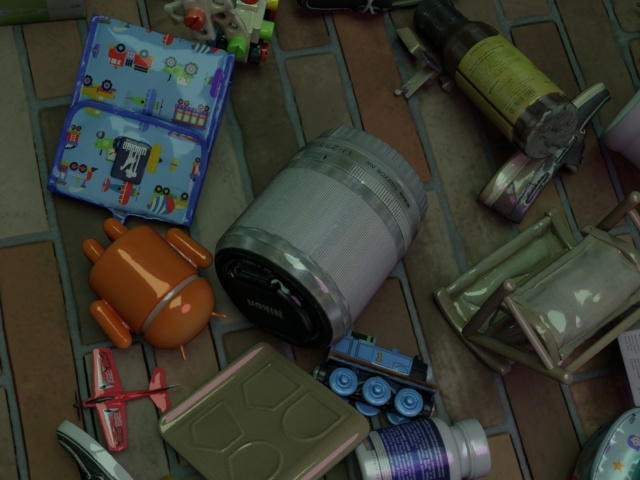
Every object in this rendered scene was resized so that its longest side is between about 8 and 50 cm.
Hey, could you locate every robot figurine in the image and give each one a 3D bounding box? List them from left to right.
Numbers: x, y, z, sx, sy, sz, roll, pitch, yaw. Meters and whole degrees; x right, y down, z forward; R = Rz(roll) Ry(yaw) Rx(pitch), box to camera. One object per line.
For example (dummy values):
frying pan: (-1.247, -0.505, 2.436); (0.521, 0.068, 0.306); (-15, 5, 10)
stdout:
robot figurine: (-0.242, 0.067, 1.499); (0.219, 0.128, 0.158); (42, 39, 8)

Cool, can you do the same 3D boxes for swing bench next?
swing bench: (0.343, 0.070, 1.534); (0.253, 0.254, 0.165); (-34, 95, -17)

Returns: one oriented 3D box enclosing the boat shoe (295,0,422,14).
boat shoe: (0.102, -0.425, 1.738); (0.302, 0.114, 0.091); (-19, 68, -14)

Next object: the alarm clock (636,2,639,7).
alarm clock: (0.647, -0.362, 1.829); (0.192, 0.064, 0.129); (4, 69, -11)

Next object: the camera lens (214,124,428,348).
camera lens: (0.000, 0.000, 1.502); (0.219, 0.219, 0.274); (36, 62, 5)

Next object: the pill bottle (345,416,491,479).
pill bottle: (0.137, 0.308, 1.476); (0.186, 0.112, 0.112); (-10, 72, -11)

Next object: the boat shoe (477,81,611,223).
boat shoe: (0.373, -0.138, 1.686); (0.092, 0.103, 0.285); (46, 74, 3)

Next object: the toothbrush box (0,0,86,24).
toothbrush box: (-0.508, -0.427, 1.596); (0.283, 0.206, 0.122); (-6, 71, -10)

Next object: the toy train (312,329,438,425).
toy train: (0.082, 0.198, 1.528); (0.184, 0.080, 0.105); (18, 63, -2)

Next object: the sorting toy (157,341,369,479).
sorting toy: (-0.114, 0.288, 1.435); (0.307, 0.041, 0.229); (-36, 50, -25)

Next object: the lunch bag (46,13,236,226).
lunch bag: (-0.272, -0.160, 1.594); (0.221, 0.138, 0.293); (15, 81, -4)

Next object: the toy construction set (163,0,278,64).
toy construction set: (-0.117, -0.405, 1.633); (0.151, 0.215, 0.328); (24, 55, 4)

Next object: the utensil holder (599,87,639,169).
utensil holder: (0.684, -0.153, 1.618); (0.385, 0.327, 0.327); (43, 70, 6)

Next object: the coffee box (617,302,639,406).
coffee box: (0.589, 0.134, 1.492); (0.297, 0.168, 0.119); (-14, 97, 25)

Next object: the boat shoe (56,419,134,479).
boat shoe: (-0.290, 0.337, 1.419); (0.219, 0.078, 0.070); (45, 69, 7)

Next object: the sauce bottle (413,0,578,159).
sauce bottle: (0.266, -0.272, 1.663); (0.111, 0.111, 0.344); (-24, 55, -16)

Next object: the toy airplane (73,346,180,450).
toy airplane: (-0.274, 0.218, 1.491); (0.151, 0.028, 0.151); (3, 71, -8)

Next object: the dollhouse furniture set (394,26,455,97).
dollhouse furniture set: (0.152, -0.286, 1.751); (0.081, 0.091, 0.114); (-42, 50, 20)

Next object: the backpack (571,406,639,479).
backpack: (0.489, 0.360, 1.480); (0.253, 0.191, 0.225); (29, 69, 8)
